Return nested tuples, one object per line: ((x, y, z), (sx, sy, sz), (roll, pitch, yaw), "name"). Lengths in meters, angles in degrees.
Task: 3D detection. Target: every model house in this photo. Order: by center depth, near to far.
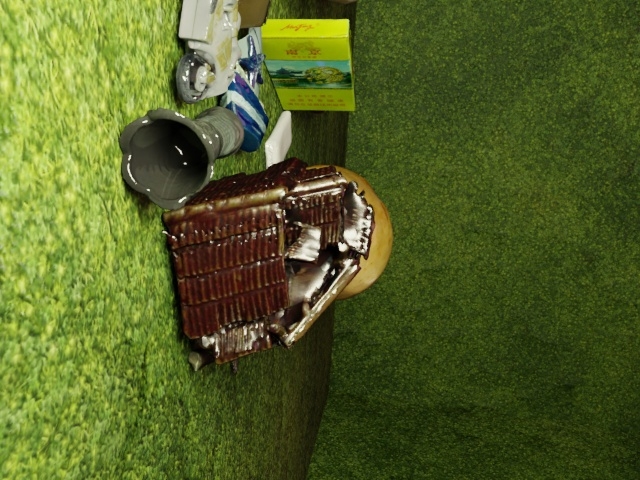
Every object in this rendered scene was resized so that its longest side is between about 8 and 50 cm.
((-0.062, 0.011, 0.888), (0.282, 0.317, 0.297), (80, 1, -65), "model house")

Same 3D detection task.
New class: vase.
((-0.162, -0.126, 0.758), (0.237, 0.116, 0.115), (-76, 170, -71), "vase")

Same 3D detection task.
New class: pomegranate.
((0.000, 0.000, 1.354), (0.338, 0.338, 0.338), (6, 90, -83), "pomegranate")

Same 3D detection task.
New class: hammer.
((-0.187, 0.206, 1.085), (0.297, 0.027, 0.125), (24, 72, -82), "hammer")

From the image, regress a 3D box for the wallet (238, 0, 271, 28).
((-0.100, -0.420, 0.880), (0.110, 0.031, 0.198), (-28, 149, -47), "wallet")

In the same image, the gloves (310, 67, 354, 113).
((0.020, -0.494, 1.798), (0.145, 0.126, 0.241), (61, 29, -31), "gloves")

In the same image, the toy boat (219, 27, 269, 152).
((-0.130, -0.297, 1.004), (0.210, 0.070, 0.291), (-72, 163, -78), "toy boat")

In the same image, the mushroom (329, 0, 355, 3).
((0.036, -0.767, 1.575), (0.189, 0.195, 0.253), (-167, -106, -64), "mushroom")

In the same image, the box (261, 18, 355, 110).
((-0.019, -0.378, 1.293), (0.335, 0.187, 0.047), (66, 28, -76), "box")

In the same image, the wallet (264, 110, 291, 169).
((-0.099, -0.233, 1.398), (0.190, 0.033, 0.095), (-77, 168, -51), "wallet")

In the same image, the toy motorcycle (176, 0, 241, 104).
((-0.148, -0.285, 0.811), (0.152, 0.073, 0.225), (39, 60, -80), "toy motorcycle")
